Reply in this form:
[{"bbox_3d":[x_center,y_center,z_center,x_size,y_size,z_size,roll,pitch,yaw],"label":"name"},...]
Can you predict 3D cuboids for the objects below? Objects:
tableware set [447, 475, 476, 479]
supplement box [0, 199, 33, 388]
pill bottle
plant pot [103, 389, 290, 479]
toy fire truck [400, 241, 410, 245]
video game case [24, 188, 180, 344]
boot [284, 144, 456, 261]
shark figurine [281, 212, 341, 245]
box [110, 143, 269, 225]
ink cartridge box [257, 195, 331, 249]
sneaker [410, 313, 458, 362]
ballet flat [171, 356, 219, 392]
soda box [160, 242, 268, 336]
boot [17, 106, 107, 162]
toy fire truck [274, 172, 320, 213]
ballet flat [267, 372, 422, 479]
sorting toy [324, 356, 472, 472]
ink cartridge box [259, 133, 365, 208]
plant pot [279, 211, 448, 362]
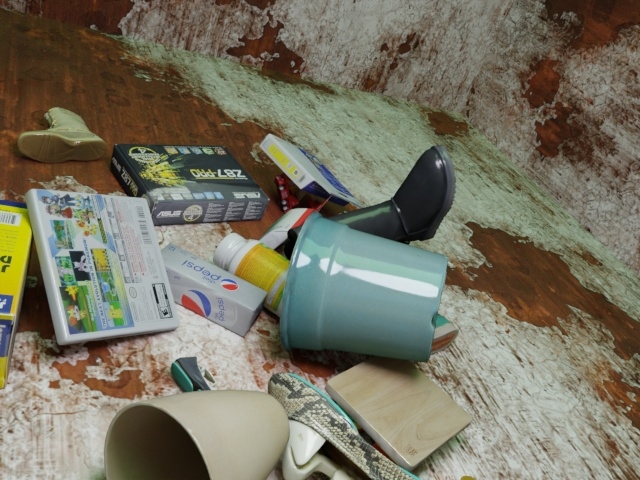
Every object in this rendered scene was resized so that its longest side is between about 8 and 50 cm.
[{"bbox_3d":[0.343,0.555,1.369,0.154,0.024,0.104,7,30,-23],"label":"tableware set"},{"bbox_3d":[-0.685,0.087,1.238,0.195,0.194,0.356,9,32,-23],"label":"supplement box"},{"bbox_3d":[-0.156,0.084,1.665,0.245,0.136,0.136,33,31,16],"label":"pill bottle"},{"bbox_3d":[-0.183,0.367,1.109,0.256,0.256,0.274,38,25,25],"label":"plant pot"},{"bbox_3d":[0.191,0.086,1.922,0.246,0.158,0.217,8,32,-44],"label":"toy fire truck"},{"bbox_3d":[-0.467,0.051,1.385,0.300,0.036,0.329,2,67,-55],"label":"video game case"},{"bbox_3d":[0.125,-0.071,1.743,0.445,0.367,0.146,-13,53,-13],"label":"boot"},{"bbox_3d":[-0.005,0.008,1.967,0.116,0.166,0.278,59,20,9],"label":"shark figurine"},{"bbox_3d":[-0.403,-0.178,1.962,0.395,0.097,0.318,-5,43,-40],"label":"box"},{"bbox_3d":[-0.085,-0.056,1.860,0.056,0.224,0.181,47,29,-6],"label":"ink cartridge box"},{"bbox_3d":[0.246,0.249,1.718,0.302,0.108,0.121,0,35,-48],"label":"sneaker"},{"bbox_3d":[-0.238,0.313,1.307,0.074,0.074,0.203,-4,37,-39],"label":"ballet flat"},{"bbox_3d":[-0.283,0.120,1.566,0.286,0.091,0.098,26,29,5],"label":"soda box"},{"bbox_3d":[-0.808,-0.326,1.920,0.262,0.095,0.203,-8,42,-45],"label":"boot"},{"bbox_3d":[-0.074,-0.153,2.105,0.135,0.192,0.047,-22,45,-14],"label":"toy fire truck"},{"bbox_3d":[0.045,0.448,1.214,0.483,0.164,0.182,37,42,16],"label":"ballet flat"},{"bbox_3d":[0.167,0.392,1.440,0.255,0.089,0.257,41,34,28],"label":"sorting toy"},{"bbox_3d":[-0.016,-0.199,2.065,0.307,0.072,0.303,50,15,25],"label":"ink cartridge box"},{"bbox_3d":[0.115,0.127,1.497,0.334,0.341,0.341,10,28,11],"label":"plant pot"}]
